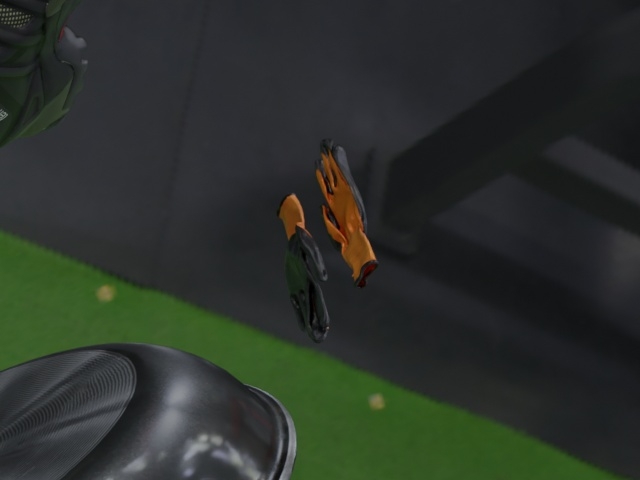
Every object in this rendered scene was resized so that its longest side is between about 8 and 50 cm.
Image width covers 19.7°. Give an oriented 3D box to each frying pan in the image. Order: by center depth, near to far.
[{"bbox_3d":[-0.132,0.083,0.604,0.197,0.326,0.053,-34,110,-23],"label":"frying pan"}]

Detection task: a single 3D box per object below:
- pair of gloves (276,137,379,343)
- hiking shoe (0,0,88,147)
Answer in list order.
[{"bbox_3d":[0.000,0.000,0.820,0.010,0.083,0.074,-2,59,-25],"label":"pair of gloves"},{"bbox_3d":[-0.140,-0.093,0.677,0.086,0.227,0.114,41,59,19],"label":"hiking shoe"}]
